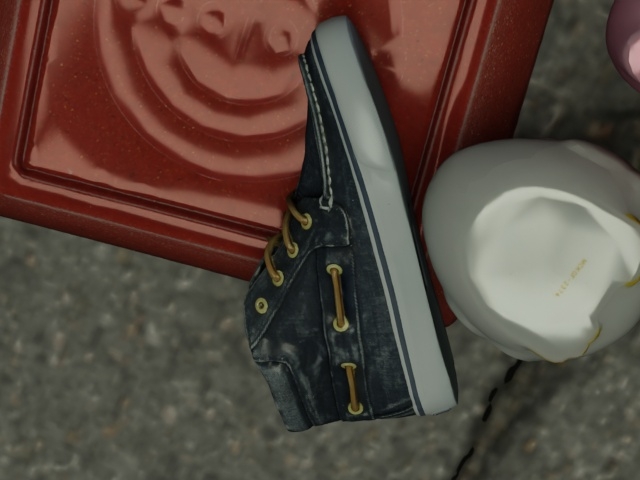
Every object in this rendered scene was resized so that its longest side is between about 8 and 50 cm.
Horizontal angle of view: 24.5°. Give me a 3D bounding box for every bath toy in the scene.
[{"bbox_3d":[0.188,-0.087,0.606,0.151,0.129,0.348,42,106,-7],"label":"bath toy"}]

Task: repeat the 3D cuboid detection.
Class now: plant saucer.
[{"bbox_3d":[-0.030,-0.098,0.663,0.258,0.047,0.259,15,108,0],"label":"plant saucer"}]

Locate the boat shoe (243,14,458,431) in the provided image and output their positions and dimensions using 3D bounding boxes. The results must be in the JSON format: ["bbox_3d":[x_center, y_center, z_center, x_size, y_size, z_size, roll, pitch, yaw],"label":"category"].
[{"bbox_3d":[0.000,0.000,0.633,0.083,0.065,0.183,-13,108,8],"label":"boat shoe"}]
